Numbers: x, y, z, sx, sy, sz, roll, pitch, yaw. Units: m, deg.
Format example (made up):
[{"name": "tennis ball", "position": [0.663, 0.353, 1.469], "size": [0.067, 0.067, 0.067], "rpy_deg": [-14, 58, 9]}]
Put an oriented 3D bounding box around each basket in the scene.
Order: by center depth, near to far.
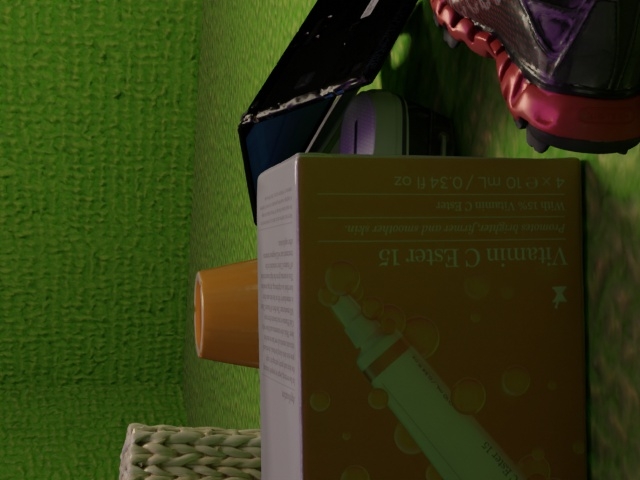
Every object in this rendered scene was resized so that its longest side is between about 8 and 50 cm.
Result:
[{"name": "basket", "position": [-0.122, 0.410, 1.508], "size": [0.328, 0.331, 0.266], "rpy_deg": [123, 150, -68]}]

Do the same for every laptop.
[{"name": "laptop", "position": [0.030, -0.157, 1.093], "size": [0.264, 0.136, 0.234], "rpy_deg": [-13, 40, 44]}]

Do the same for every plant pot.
[{"name": "plant pot", "position": [-0.088, 0.108, 1.626], "size": [0.205, 0.188, 0.205], "rpy_deg": [179, 90, -77]}]

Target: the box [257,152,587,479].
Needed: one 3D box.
[{"name": "box", "position": [0.070, 0.113, 0.839], "size": [0.168, 0.215, 0.345], "rpy_deg": [173, 96, -77]}]

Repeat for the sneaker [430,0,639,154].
[{"name": "sneaker", "position": [0.149, -0.172, 0.746], "size": [0.276, 0.097, 0.135], "rpy_deg": [-112, 24, -54]}]

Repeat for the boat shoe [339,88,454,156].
[{"name": "boat shoe", "position": [0.082, 0.020, 1.011], "size": [0.121, 0.119, 0.335], "rpy_deg": [149, 127, -68]}]

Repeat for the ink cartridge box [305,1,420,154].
[{"name": "ink cartridge box", "position": [0.055, -0.119, 1.225], "size": [0.255, 0.097, 0.189], "rpy_deg": [-58, 8, -10]}]
